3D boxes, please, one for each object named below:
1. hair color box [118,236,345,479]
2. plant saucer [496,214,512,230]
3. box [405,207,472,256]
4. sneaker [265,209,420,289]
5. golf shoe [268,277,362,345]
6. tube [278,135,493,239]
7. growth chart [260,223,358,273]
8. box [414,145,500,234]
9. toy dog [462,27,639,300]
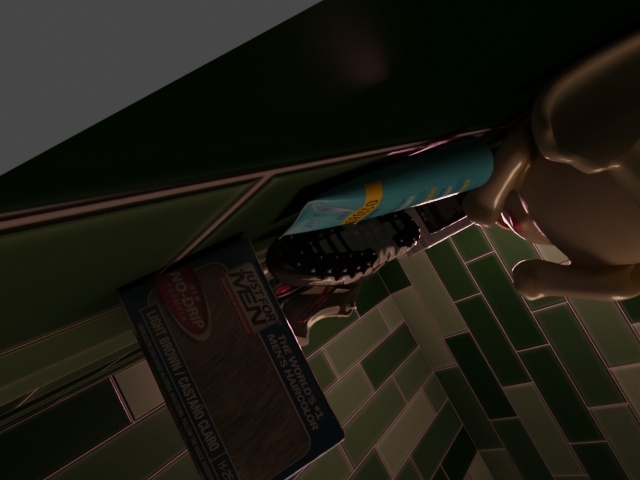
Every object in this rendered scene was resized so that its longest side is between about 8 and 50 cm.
[{"bbox_3d":[-0.109,0.131,0.445,0.105,0.173,0.347,-26,174,-22],"label":"hair color box"},{"bbox_3d":[0.479,-0.105,0.914,0.200,0.037,0.199,-3,135,-3],"label":"plant saucer"},{"bbox_3d":[0.335,-0.080,1.116,0.231,0.126,0.262,-33,175,24],"label":"box"},{"bbox_3d":[0.022,0.023,0.472,0.235,0.078,0.106,-15,155,-48],"label":"sneaker"},{"bbox_3d":[0.034,0.066,0.700,0.273,0.120,0.105,-30,175,-16],"label":"golf shoe"},{"bbox_3d":[0.064,-0.047,0.356,0.207,0.052,0.080,-20,165,-26],"label":"tube"},{"bbox_3d":[0.000,0.000,0.624,0.172,0.021,0.237,-30,176,2],"label":"growth chart"},{"bbox_3d":[0.292,-0.101,0.805,0.156,0.093,0.158,-25,173,-38],"label":"box"},{"bbox_3d":[0.371,-0.100,0.515,0.395,0.285,0.408,-47,176,1],"label":"toy dog"}]
